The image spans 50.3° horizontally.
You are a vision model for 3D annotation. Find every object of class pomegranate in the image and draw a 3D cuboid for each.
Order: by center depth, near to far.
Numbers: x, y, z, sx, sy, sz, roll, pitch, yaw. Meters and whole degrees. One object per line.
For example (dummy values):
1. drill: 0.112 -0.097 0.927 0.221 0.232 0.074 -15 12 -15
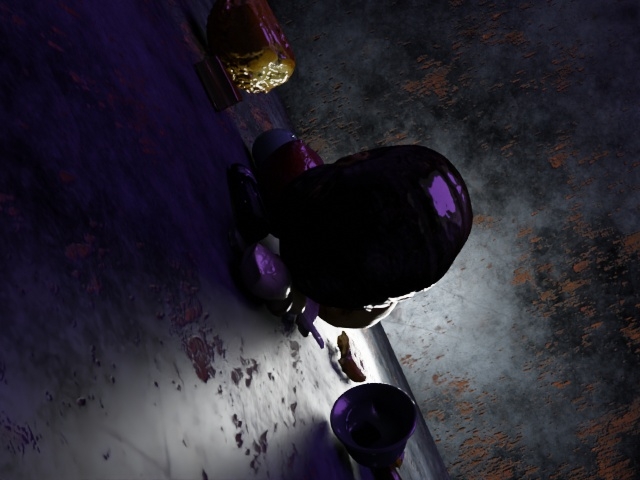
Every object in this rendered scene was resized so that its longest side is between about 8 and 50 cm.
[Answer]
1. pomegranate: 0.093 0.090 1.923 0.319 0.319 0.319 -24 90 -83

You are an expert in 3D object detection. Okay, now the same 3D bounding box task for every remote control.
1. remote control: -0.164 -0.098 1.591 0.266 0.066 0.090 -106 173 -47

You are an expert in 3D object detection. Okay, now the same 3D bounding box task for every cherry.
1. cherry: -0.066 -0.129 1.730 0.206 0.239 0.239 37 18 -21

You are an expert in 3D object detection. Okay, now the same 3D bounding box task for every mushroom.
1. mushroom: -0.106 0.078 1.369 0.097 0.088 0.212 36 -11 23
2. mushroom: -0.036 0.184 1.693 0.059 0.054 0.202 43 17 -12

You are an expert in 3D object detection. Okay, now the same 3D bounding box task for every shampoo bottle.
1. shampoo bottle: -0.095 -0.171 2.000 0.222 0.151 0.349 24 40 -60

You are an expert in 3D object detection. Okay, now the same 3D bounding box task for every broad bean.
1. broad bean: 0.169 0.593 1.781 0.077 0.061 0.339 71 -3 -86

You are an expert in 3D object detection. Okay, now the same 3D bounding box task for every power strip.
1. power strip: -0.154 0.032 1.424 0.136 0.019 0.051 59 9 -46

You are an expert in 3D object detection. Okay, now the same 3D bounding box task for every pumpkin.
1. pumpkin: 0.117 -0.026 1.494 0.454 0.454 0.344 -78 149 -78

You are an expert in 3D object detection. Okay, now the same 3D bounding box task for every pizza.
1. pizza: 0.084 0.343 2.028 0.182 0.062 0.161 38 35 -65

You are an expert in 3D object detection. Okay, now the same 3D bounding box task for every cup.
1. cup: 0.126 0.453 1.581 0.199 0.199 0.150 -105 -173 -54

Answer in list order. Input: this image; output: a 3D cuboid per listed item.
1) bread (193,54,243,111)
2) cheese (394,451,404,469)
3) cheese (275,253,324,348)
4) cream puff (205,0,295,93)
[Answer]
1. bread: -0.274 -0.425 1.839 0.139 0.074 0.084 63 8 -11
2. cheese: 0.191 0.582 1.982 0.250 0.064 0.156 161 -95 -85
3. cheese: -0.058 0.143 1.573 0.255 0.050 0.127 60 7 -16
4. cream puff: -0.229 -0.606 2.125 0.327 0.231 0.343 60 12 -27
